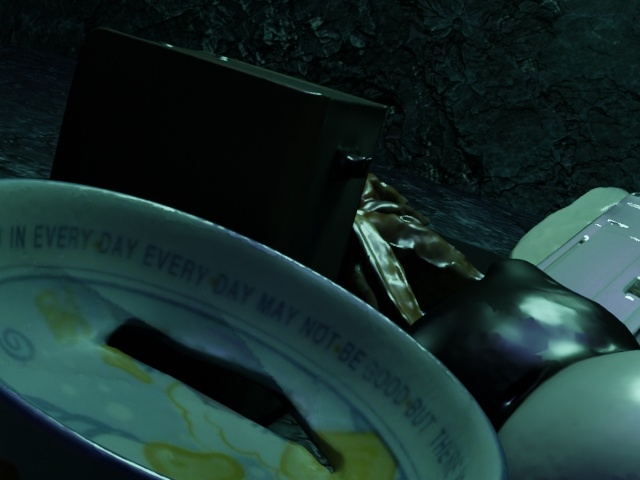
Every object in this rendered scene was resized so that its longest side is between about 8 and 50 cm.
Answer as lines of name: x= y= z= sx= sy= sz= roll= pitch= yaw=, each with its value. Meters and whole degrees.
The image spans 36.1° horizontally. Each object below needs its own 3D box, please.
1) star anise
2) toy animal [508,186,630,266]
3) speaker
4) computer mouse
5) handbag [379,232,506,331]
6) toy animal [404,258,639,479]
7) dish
star anise: x=-0.002 y=0.002 z=0.861 sx=0.292 sy=0.109 sz=0.350 roll=-8 pitch=37 yaw=3
toy animal: x=0.248 y=0.125 z=0.809 sx=0.266 sy=0.188 sz=0.308 roll=-17 pitch=40 yaw=-33
speaker: x=-0.078 y=-0.006 z=0.667 sx=0.192 sy=0.231 sz=0.153 roll=20 pitch=11 yaw=17
computer mouse: x=0.226 y=0.034 z=0.742 sx=0.125 sy=0.056 sz=0.245 roll=23 pitch=36 yaw=33
handbag: x=0.095 y=0.045 z=1.057 sx=0.253 sy=0.093 sz=0.308 roll=22 pitch=12 yaw=27
toy animal: x=0.147 y=0.125 z=0.522 sx=0.187 sy=0.165 sz=0.235 roll=8 pitch=15 yaw=-34
dish: x=-0.068 y=0.091 z=0.441 sx=0.273 sy=0.134 sz=0.273 roll=25 pitch=16 yaw=-8
